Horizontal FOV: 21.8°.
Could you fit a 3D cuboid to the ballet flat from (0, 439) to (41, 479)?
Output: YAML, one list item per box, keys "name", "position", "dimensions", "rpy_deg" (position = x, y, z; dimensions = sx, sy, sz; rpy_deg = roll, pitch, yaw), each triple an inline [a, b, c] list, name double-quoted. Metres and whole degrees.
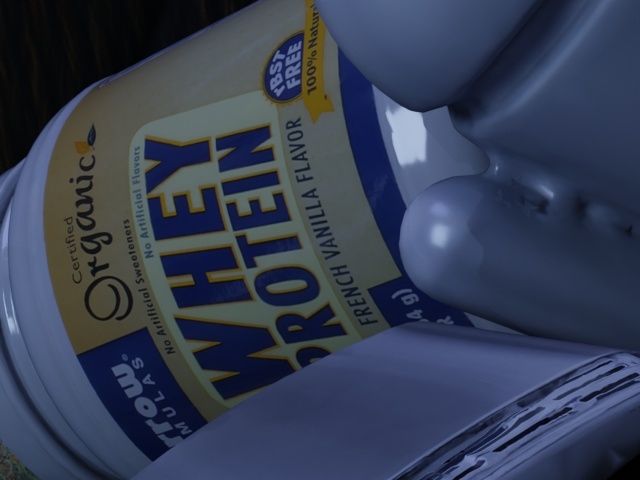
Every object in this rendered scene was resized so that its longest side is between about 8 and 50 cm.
- name: "ballet flat"
  position: [-0.236, 0.199, 0.839]
  dimensions: [0.348, 0.123, 0.123]
  rpy_deg: [-30, 10, -5]

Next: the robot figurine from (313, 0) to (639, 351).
- name: "robot figurine"
  position: [0.140, -0.097, 0.546]
  dimensions: [0.300, 0.353, 0.200]
  rpy_deg: [-64, 11, -2]

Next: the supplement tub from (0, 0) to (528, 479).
- name: "supplement tub"
  position: [0.000, 0.000, 0.777]
  dimensions: [0.316, 0.228, 0.228]
  rpy_deg: [-22, 12, 36]

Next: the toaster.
- name: "toaster"
  position: [0.030, 0.105, 0.473]
  dimensions: [0.227, 0.129, 0.146]
  rpy_deg: [-30, 13, -25]
